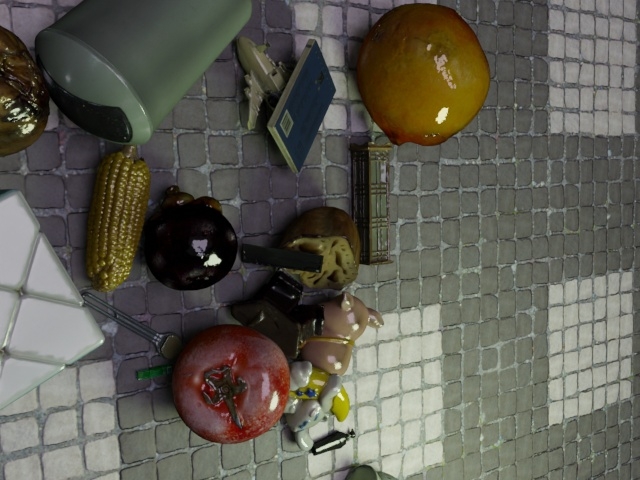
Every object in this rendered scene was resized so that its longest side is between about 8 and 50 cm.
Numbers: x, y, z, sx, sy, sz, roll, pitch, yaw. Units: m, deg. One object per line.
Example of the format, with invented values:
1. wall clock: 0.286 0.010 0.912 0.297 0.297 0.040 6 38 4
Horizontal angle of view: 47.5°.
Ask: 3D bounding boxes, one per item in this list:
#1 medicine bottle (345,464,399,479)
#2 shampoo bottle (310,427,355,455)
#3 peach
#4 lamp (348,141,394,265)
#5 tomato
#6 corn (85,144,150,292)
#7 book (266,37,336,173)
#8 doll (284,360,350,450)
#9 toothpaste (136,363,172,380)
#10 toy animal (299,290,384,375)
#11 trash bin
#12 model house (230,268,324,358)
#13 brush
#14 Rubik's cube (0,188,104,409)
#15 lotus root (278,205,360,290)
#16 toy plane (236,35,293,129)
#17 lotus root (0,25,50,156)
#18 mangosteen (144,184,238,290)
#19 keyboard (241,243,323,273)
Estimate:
1. medicine bottle: 0.147 0.700 1.976 0.143 0.147 0.147 35 74 -30
2. shampoo bottle: 0.036 0.543 1.960 0.137 0.027 0.048 -11 102 -34
3. peach: 0.269 -0.424 1.892 0.372 0.290 0.373 -5 98 -34
4. lamp: 0.137 -0.098 1.946 0.090 0.089 0.325 -5 97 -34
5. tomato: -0.201 0.325 1.655 0.270 0.227 0.270 0 88 2
6. corn: -0.430 -0.049 1.542 0.119 0.119 0.322 7 94 -35
7. book: -0.040 -0.325 1.769 0.269 0.025 0.191 -68 154 -22
8. doll: -0.041 0.406 1.809 0.237 0.111 0.252 34 116 -25
9. toothpaste: -0.379 0.300 1.659 0.083 0.017 0.020 -7 100 -34
10. toy animal: 0.028 0.252 1.870 0.165 0.149 0.248 33 86 -48
11. trash bin: -0.360 -0.400 1.470 0.280 0.280 0.432 49 63 -27
12. model house: -0.085 0.175 1.769 0.203 0.141 0.164 45 32 7
13. brush: -0.417 0.189 1.618 0.266 0.027 0.062 37 72 -31
14. Rubik's cube: -0.632 0.114 1.289 0.322 0.316 0.319 -36 113 -29
15. lotus root: 0.000 0.001 1.832 0.180 0.199 0.188 -87 173 -46
16. toy plane: -0.122 -0.374 1.746 0.242 0.104 0.256 -48 125 -39
17. lotus root: -0.597 -0.281 1.295 0.192 0.272 0.272 -13 102 -9
18. mangosteen: -0.292 -0.014 1.603 0.211 0.211 0.250 -5 65 -35
19. keyboard: -0.093 0.044 1.760 0.198 0.010 0.064 9 131 0
